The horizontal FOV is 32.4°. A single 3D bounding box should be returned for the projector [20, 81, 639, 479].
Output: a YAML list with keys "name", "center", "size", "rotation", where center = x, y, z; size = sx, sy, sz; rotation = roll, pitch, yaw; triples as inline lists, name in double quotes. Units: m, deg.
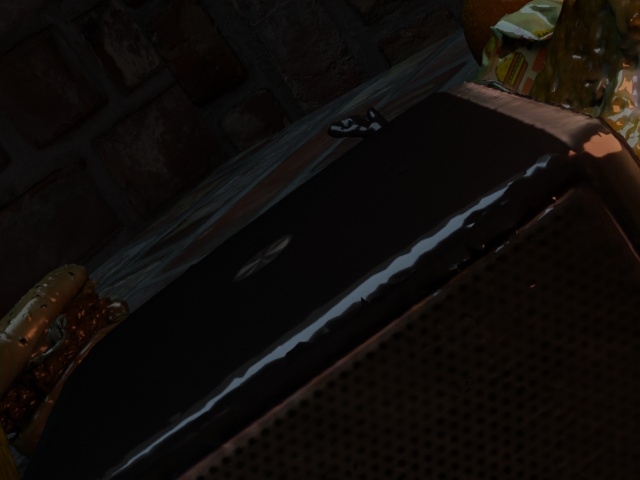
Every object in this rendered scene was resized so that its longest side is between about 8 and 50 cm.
- name: "projector"
  center: [0.028, 0.107, 0.740]
  size: [0.405, 0.242, 0.395]
  rotation: [-36, 13, 3]

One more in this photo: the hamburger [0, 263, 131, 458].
- name: "hamburger"
  center: [-0.433, 0.183, 1.784]
  size: [0.277, 0.195, 0.318]
  rotation: [-50, 6, 7]

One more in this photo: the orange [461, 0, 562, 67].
- name: "orange"
  center: [0.355, -0.349, 1.701]
  size: [0.264, 0.264, 0.264]
  rotation: [-33, 11, 8]

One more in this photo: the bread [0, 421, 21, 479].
- name: "bread"
  center: [-0.564, 0.318, 1.386]
  size: [0.307, 0.348, 0.348]
  rotation: [-27, 12, 4]

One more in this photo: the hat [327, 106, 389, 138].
- name: "hat"
  center: [0.102, -0.062, 1.209]
  size: [0.336, 0.209, 0.238]
  rotation: [-25, 34, 52]

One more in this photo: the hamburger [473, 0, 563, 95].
- name: "hamburger"
  center: [0.263, -0.165, 1.284]
  size: [0.125, 0.214, 0.235]
  rotation: [-28, -2, -38]

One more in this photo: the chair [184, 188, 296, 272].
- name: "chair"
  center: [0.000, 0.000, 1.493]
  size: [0.319, 0.160, 0.186]
  rotation: [-31, 6, 24]

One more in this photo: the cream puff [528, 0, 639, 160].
- name: "cream puff"
  center: [0.311, -0.126, 0.998]
  size: [0.282, 0.185, 0.282]
  rotation: [-165, 90, -74]
